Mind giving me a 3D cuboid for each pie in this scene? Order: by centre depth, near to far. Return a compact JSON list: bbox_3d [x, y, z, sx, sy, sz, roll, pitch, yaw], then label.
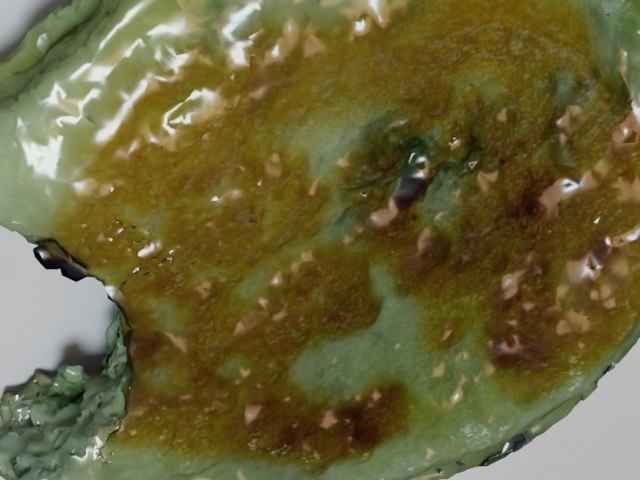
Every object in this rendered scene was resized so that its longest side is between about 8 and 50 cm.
[{"bbox_3d":[0.008,-0.003,0.586,0.302,0.067,0.302,-12,125,-18],"label":"pie"}]
